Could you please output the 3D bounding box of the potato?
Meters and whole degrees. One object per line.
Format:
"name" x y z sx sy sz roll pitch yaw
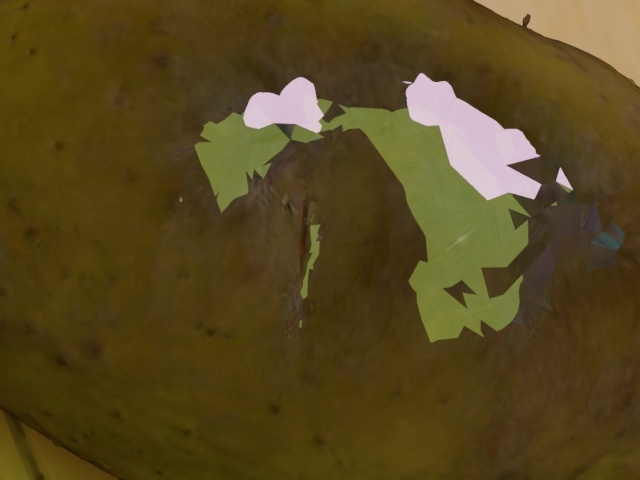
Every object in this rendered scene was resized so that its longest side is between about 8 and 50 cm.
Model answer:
"potato" 0.000 0.000 0.540 0.248 0.143 0.169 14 76 -7
